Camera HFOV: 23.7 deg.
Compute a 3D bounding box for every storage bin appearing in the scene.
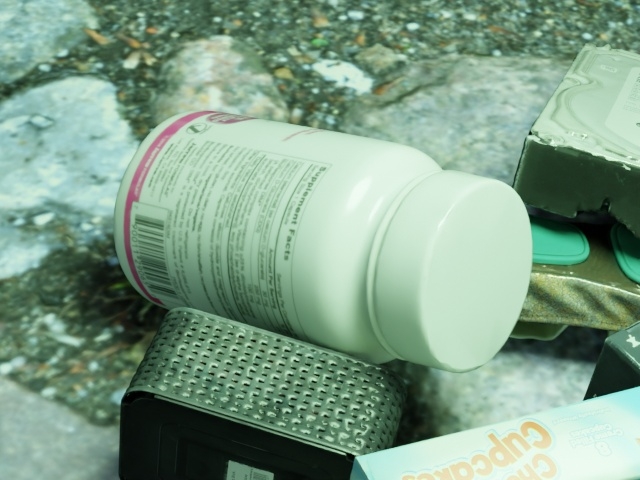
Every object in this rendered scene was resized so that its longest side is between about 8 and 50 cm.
[{"bbox_3d":[-0.041,0.135,1.060,0.180,0.122,0.084,17,45,8],"label":"storage bin"}]

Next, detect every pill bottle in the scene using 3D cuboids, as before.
[{"bbox_3d":[0.000,0.000,1.112,0.283,0.160,0.160,14,40,38],"label":"pill bottle"}]

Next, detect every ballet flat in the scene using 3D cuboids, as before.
[{"bbox_3d":[0.216,0.037,1.210,0.316,0.106,0.107,9,37,0],"label":"ballet flat"}]

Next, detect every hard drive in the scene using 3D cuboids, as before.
[{"bbox_3d":[0.305,-0.078,1.285,0.237,0.064,0.339,18,23,12],"label":"hard drive"}]

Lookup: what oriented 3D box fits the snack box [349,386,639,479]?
[{"bbox_3d":[0.096,0.219,0.855,0.187,0.322,0.060,-12,46,-19],"label":"snack box"}]

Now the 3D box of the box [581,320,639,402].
[{"bbox_3d":[0.270,0.119,1.100,0.156,0.158,0.093,-24,53,-28],"label":"box"}]
